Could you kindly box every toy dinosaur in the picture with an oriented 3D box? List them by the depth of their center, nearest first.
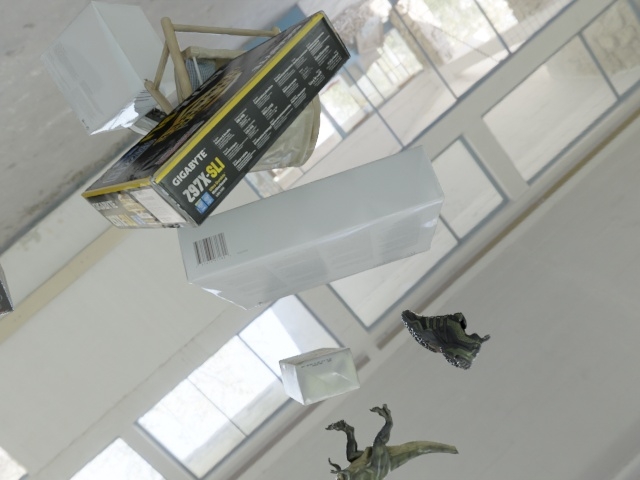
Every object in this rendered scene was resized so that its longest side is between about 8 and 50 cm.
[{"bbox_3d":[0.081,0.332,0.764,0.268,0.118,0.064,-16,162,-20],"label":"toy dinosaur"}]

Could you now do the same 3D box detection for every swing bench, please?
[{"bbox_3d":[-0.155,-0.263,0.918,0.253,0.255,0.165,-17,160,-38],"label":"swing bench"}]

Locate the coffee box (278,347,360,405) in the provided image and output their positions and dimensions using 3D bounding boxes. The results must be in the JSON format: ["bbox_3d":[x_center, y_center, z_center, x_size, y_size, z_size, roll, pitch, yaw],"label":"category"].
[{"bbox_3d":[-0.014,0.399,1.448,0.168,0.119,0.297,-13,172,-16],"label":"coffee box"}]

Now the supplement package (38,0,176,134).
[{"bbox_3d":[-0.454,-0.375,1.064,0.203,0.194,0.149,-26,-170,28],"label":"supplement package"}]

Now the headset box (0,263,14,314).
[{"bbox_3d":[-0.719,0.066,0.888,0.218,0.110,0.293,-16,159,-30],"label":"headset box"}]

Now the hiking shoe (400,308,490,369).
[{"bbox_3d":[0.304,0.221,1.196,0.114,0.086,0.227,-45,-134,-13],"label":"hiking shoe"}]

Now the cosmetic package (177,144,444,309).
[{"bbox_3d":[0.000,0.000,0.805,0.377,0.097,0.284,-18,160,3],"label":"cosmetic package"}]

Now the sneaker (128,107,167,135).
[{"bbox_3d":[-0.426,-0.314,1.285,0.108,0.271,0.100,-30,-145,32],"label":"sneaker"}]

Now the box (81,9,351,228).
[{"bbox_3d":[-0.143,-0.151,0.645,0.257,0.079,0.322,0,-134,52],"label":"box"}]
